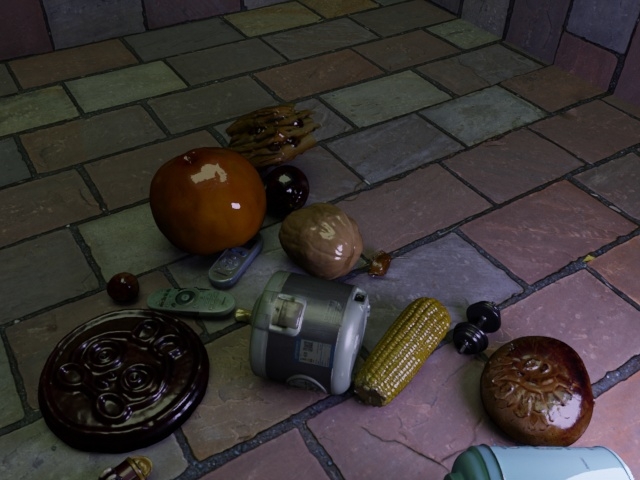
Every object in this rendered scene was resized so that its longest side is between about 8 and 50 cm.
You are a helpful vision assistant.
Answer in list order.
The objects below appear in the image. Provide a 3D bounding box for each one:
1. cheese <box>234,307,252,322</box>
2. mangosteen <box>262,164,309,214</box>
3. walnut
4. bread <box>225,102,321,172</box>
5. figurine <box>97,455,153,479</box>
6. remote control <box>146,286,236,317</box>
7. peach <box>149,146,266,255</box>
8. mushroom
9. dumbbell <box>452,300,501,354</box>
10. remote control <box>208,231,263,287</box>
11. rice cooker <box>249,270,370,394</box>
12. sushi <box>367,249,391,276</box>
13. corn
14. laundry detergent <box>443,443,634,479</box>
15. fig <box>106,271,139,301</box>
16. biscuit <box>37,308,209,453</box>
[{"bbox_3d":[-0.197,0.212,1.684,0.083,0.030,0.044,15,37,6],"label":"cheese"},{"bbox_3d":[-0.122,-0.171,2.028,0.172,0.173,0.184,-15,25,-18],"label":"mangosteen"},{"bbox_3d":[0.000,0.000,1.798,0.225,0.225,0.261,-30,38,-30],"label":"walnut"},{"bbox_3d":[-0.154,-0.378,2.139,0.314,0.192,0.370,-12,19,37],"label":"bread"},{"bbox_3d":[-0.428,0.507,1.296,0.154,0.098,0.082,-34,49,-30],"label":"figurine"},{"bbox_3d":[-0.359,0.173,1.715,0.256,0.045,0.097,6,40,10],"label":"remote control"},{"bbox_3d":[-0.332,-0.128,1.826,0.342,0.302,0.343,-17,31,10],"label":"peach"},{"bbox_3d":[0.519,0.348,1.450,0.278,0.163,0.297,1,40,0],"label":"mushroom"},{"bbox_3d":[0.416,0.229,1.629,0.099,0.099,0.208,26,48,25],"label":"dumbbell"},{"bbox_3d":[-0.252,0.054,1.850,0.087,0.047,0.244,15,44,20],"label":"remote control"},{"bbox_3d":[-0.034,0.221,1.496,0.276,0.288,0.288,12,42,9],"label":"rice cooker"},{"bbox_3d":[0.173,0.070,1.840,0.060,0.062,0.118,10,21,22],"label":"sushi"},{"bbox_3d":[0.211,0.276,1.552,0.131,0.131,0.344,25,49,25],"label":"corn"},{"bbox_3d":[0.393,0.529,1.149,0.305,0.287,0.287,1,41,-1],"label":"laundry detergent"},{"bbox_3d":[-0.550,0.122,1.750,0.088,0.089,0.125,5,23,4],"label":"fig"},{"bbox_3d":[-0.479,0.324,1.508,0.407,0.091,0.407,1,41,-1],"label":"biscuit"}]
